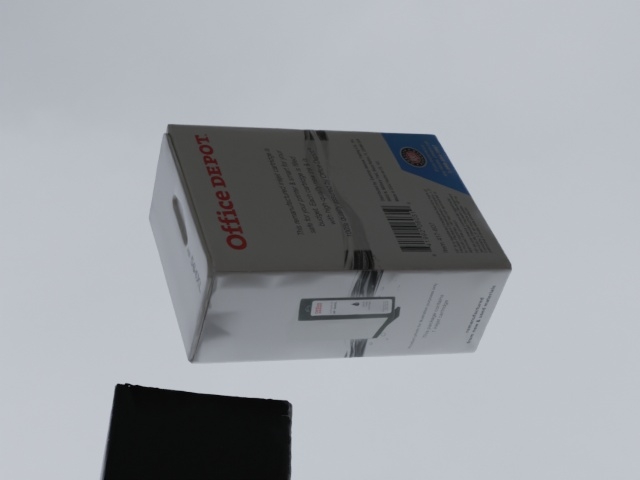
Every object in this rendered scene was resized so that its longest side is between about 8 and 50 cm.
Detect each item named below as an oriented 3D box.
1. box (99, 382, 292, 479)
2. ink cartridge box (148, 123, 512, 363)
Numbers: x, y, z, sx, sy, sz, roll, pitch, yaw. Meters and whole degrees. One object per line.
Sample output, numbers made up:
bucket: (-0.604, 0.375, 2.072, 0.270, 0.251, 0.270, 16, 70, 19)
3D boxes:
box: (-0.081, 0.234, 0.695, 0.103, 0.261, 0.184, 8, -144, -5)
ink cartridge box: (0.000, 0.000, 0.867, 0.203, 0.086, 0.148, 0, -139, -21)
